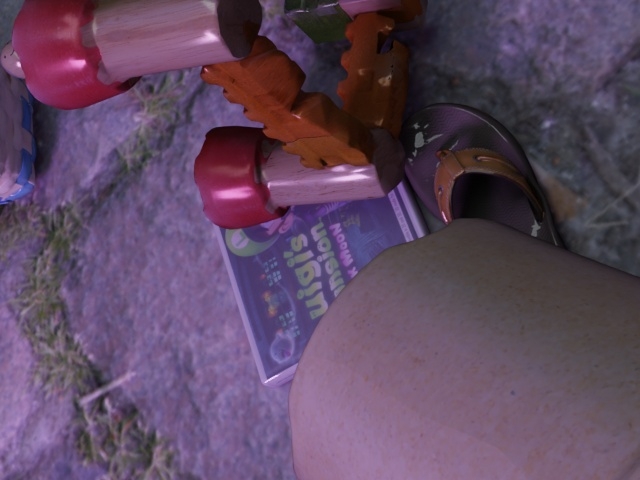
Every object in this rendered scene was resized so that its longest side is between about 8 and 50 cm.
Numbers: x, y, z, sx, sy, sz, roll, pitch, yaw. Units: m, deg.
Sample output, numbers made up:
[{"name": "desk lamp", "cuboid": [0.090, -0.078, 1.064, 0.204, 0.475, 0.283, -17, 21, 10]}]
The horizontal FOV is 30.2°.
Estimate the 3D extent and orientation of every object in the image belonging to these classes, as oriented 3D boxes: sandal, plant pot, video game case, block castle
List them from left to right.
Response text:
[{"name": "block castle", "cuboid": [-0.064, -0.264, 0.923, 0.213, 0.303, 0.453, -3, 67, 30]}, {"name": "video game case", "cuboid": [0.000, 0.000, 0.971, 0.173, 0.022, 0.190, -30, 59, 18]}, {"name": "sandal", "cuboid": [0.121, -0.023, 0.885, 0.090, 0.060, 0.219, -32, 59, 17]}, {"name": "plant pot", "cuboid": [0.150, 0.146, 0.676, 0.305, 0.334, 0.333, 35, 91, 46]}]

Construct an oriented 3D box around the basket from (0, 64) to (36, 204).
[{"name": "basket", "cuboid": [-0.417, -0.116, 1.097, 0.255, 0.289, 0.201, -23, 57, 25]}]
